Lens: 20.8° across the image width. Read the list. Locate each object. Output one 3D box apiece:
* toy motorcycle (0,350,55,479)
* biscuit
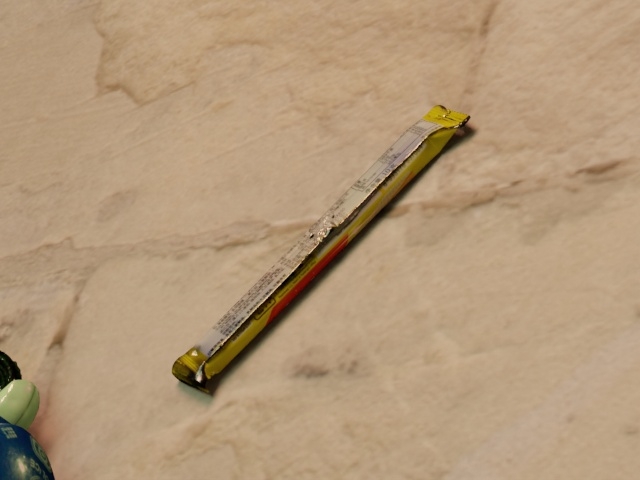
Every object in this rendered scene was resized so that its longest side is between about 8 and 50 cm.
[{"bbox_3d":[-0.308,0.214,1.225,0.196,0.125,0.331,19,59,46],"label":"toy motorcycle"},{"bbox_3d":[0.000,0.000,1.287,0.292,0.026,0.048,-45,36,-12],"label":"biscuit"}]
